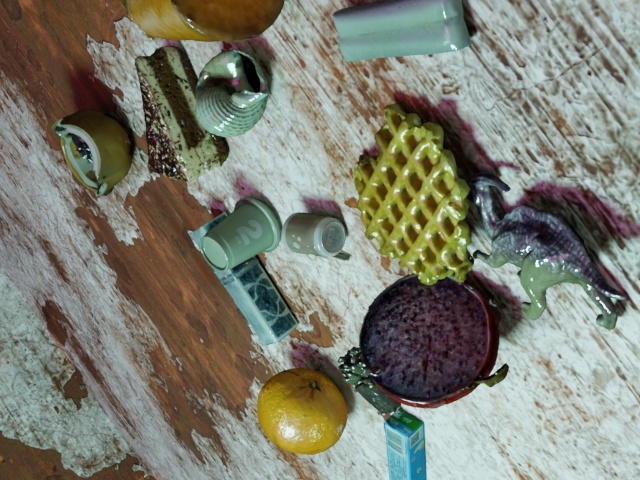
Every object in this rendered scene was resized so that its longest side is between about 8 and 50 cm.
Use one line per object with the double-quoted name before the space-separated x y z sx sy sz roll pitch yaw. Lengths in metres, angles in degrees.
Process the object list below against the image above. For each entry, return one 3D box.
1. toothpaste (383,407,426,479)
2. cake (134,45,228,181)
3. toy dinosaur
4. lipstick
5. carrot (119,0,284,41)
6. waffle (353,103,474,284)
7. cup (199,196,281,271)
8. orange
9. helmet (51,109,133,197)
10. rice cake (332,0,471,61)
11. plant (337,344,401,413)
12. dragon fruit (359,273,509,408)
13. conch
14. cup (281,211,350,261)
"toothpaste" 0.171 0.451 1.674 0.065 0.050 0.266 26 137 37
"cake" -0.253 -0.228 1.564 0.135 0.112 0.246 29 136 31
"toy dinosaur" 0.286 0.021 1.112 0.294 0.077 0.162 32 148 36
"lipstick" -0.156 0.083 1.744 0.289 0.077 0.076 58 147 -6
"carrot" -0.194 -0.376 1.294 0.254 0.196 0.196 1 120 59
"waffle" 0.129 -0.065 1.240 0.291 0.051 0.291 41 144 39
"cup" -0.157 -0.009 1.606 0.120 0.141 0.120 31 138 33
"orange" -0.037 0.349 1.738 0.193 0.193 0.161 32 116 32
"helmet" -0.496 -0.207 1.880 0.198 0.130 0.224 59 158 -2
"rice cake" 0.101 -0.284 1.113 0.222 0.042 0.080 8 126 50
"plant" 0.099 0.251 1.555 0.143 0.092 0.094 49 155 -5
"dragon fruit" 0.186 0.169 1.307 0.224 0.218 0.148 -14 148 19
"conch" -0.144 -0.247 1.411 0.153 0.102 0.135 -22 90 24
"cup" -0.006 0.003 1.478 0.099 0.074 0.102 9 126 49
